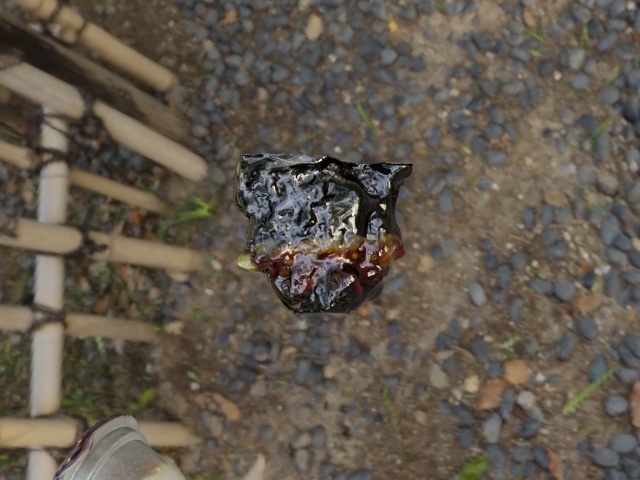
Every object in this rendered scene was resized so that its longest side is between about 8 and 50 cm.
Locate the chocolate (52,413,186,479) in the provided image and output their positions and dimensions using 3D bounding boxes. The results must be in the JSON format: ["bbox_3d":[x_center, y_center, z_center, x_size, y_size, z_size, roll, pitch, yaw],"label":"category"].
[{"bbox_3d":[-0.246,0.334,1.425,0.147,0.221,0.221,14,83,23],"label":"chocolate"}]

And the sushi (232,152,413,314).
[{"bbox_3d":[0.000,0.000,1.121,0.172,0.153,0.150,1,84,-8],"label":"sushi"}]
